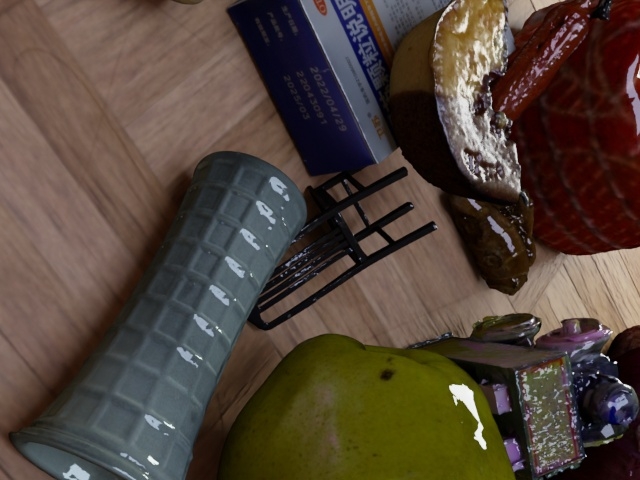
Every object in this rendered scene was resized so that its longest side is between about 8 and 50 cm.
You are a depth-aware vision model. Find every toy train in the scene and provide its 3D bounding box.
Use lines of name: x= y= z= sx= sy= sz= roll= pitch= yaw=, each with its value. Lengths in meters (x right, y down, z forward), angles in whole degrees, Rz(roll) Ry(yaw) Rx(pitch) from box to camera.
toy train: x=0.210 y=0.158 z=0.968 sx=0.177 sy=0.261 sz=0.134 roll=-12 pitch=94 yaw=-25

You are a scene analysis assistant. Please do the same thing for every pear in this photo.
pear: x=0.040 y=0.234 z=0.785 sx=0.294 sy=0.294 sz=0.294 roll=5 pitch=82 yaw=-42

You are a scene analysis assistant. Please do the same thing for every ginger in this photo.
ginger: x=0.226 y=-0.019 z=1.111 sx=0.103 sy=0.073 sz=0.162 roll=-45 pitch=114 yaw=-37

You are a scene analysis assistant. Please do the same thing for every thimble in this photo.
thimble: x=0.400 y=-0.160 z=1.182 sx=0.350 sy=0.231 sz=0.350 roll=5 pitch=83 yaw=-44

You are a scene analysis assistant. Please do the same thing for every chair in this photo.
chair: x=0.000 y=0.000 z=0.911 sx=0.212 sy=0.101 sz=0.084 roll=-31 pitch=110 yaw=-1

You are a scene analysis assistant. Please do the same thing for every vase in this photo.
vase: x=-0.117 y=0.068 z=0.752 sx=0.143 sy=0.143 sz=0.299 roll=46 pitch=54 yaw=-30

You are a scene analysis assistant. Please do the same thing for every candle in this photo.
candle: x=0.241 y=-0.192 z=1.045 sx=0.059 sy=0.084 sz=0.301 roll=39 pitch=97 yaw=-11

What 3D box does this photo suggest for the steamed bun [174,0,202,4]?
steamed bun: x=-0.127 y=-0.344 z=0.764 sx=0.200 sy=0.155 sz=0.250 roll=22 pitch=72 yaw=-38

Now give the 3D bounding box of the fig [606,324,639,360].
fig: x=0.514 y=0.197 z=1.274 sx=0.134 sy=0.201 sz=0.146 roll=33 pitch=70 yaw=-46

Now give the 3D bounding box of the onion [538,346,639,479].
onion: x=0.366 y=0.260 z=1.109 sx=0.347 sy=0.285 sz=0.347 roll=-49 pitch=159 yaw=-26

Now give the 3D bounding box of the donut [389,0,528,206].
donut: x=0.129 y=-0.143 z=0.886 sx=0.141 sy=0.085 sz=0.217 roll=4 pitch=84 yaw=-43

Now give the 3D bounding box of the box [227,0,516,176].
box: x=0.070 y=-0.228 z=0.968 sx=0.299 sy=0.106 sz=0.200 roll=-40 pitch=112 yaw=-36
